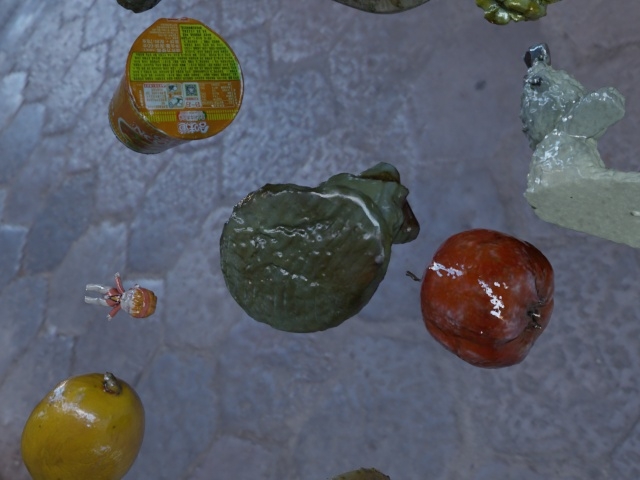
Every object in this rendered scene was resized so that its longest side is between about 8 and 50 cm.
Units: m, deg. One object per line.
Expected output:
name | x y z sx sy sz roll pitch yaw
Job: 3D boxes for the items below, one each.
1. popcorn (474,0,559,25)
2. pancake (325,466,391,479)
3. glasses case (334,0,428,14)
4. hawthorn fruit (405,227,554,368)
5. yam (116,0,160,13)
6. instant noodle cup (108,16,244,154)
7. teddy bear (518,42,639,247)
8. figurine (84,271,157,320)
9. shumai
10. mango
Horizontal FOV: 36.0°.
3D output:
popcorn | 0.399 -0.533 1.953 0.204 0.184 0.221 2 32 3
pancake | 0.048 0.504 1.380 0.071 0.382 0.382 0 63 33
glasses case | 0.023 -0.434 1.475 0.156 0.098 0.425 -33 42 -21
hawthorn fruit | 0.257 0.090 1.692 0.271 0.242 0.242 18 77 31
yam | -0.125 -0.206 0.734 0.094 0.043 0.043 -33 39 59
instant noodle cup | -0.213 -0.196 1.351 0.185 0.168 0.168 -19 49 62
teddy bear | 0.534 -0.197 1.863 0.375 0.327 0.362 8 57 21
figurine | -0.257 0.074 1.266 0.109 0.047 0.064 7 91 30
shumai | 0.000 0.000 1.404 0.271 0.222 0.204 -8 17 17
mango | -0.351 0.300 1.452 0.119 0.176 0.317 62 144 39
